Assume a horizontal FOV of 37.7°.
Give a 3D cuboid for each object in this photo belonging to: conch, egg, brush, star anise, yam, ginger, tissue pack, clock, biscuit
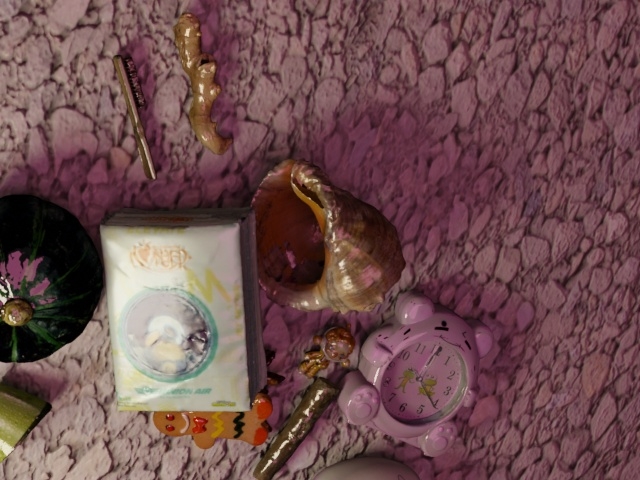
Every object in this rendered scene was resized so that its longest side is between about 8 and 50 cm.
[{"bbox_3d":[0.004,-0.002,1.888,0.297,0.210,0.352,-22,94,15],"label":"conch"},{"bbox_3d":[0.099,0.580,2.083,0.271,0.196,0.196,1,106,-10],"label":"egg"},{"bbox_3d":[-0.345,-0.235,1.795,0.036,0.043,0.248,-19,111,-17],"label":"brush"},{"bbox_3d":[-0.142,0.300,2.000,0.234,0.073,0.177,34,103,-29],"label":"star anise"},{"bbox_3d":[-0.054,0.417,2.056,0.061,0.061,0.274,31,100,-22],"label":"yam"},{"bbox_3d":[-0.223,-0.294,1.798,0.089,0.075,0.288,-1,114,28],"label":"ginger"},{"bbox_3d":[-0.263,0.134,1.830,0.287,0.162,0.388,-1,106,6],"label":"tissue pack"},{"bbox_3d":[0.218,0.291,2.077,0.296,0.113,0.322,27,96,-21],"label":"clock"},{"bbox_3d":[-0.229,0.384,1.987,0.250,0.036,0.165,3,124,-7],"label":"biscuit"}]

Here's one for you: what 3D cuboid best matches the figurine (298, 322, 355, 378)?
[{"bbox_3d":[0.018,0.245,2.035,0.101,0.068,0.143,17,113,-16],"label":"figurine"}]

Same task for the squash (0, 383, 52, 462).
[{"bbox_3d":[-0.624,0.360,1.838,0.123,0.170,0.170,36,94,-5],"label":"squash"}]

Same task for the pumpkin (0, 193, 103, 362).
[{"bbox_3d":[-0.554,0.080,1.726,0.315,0.238,0.315,-7,112,-17],"label":"pumpkin"}]
